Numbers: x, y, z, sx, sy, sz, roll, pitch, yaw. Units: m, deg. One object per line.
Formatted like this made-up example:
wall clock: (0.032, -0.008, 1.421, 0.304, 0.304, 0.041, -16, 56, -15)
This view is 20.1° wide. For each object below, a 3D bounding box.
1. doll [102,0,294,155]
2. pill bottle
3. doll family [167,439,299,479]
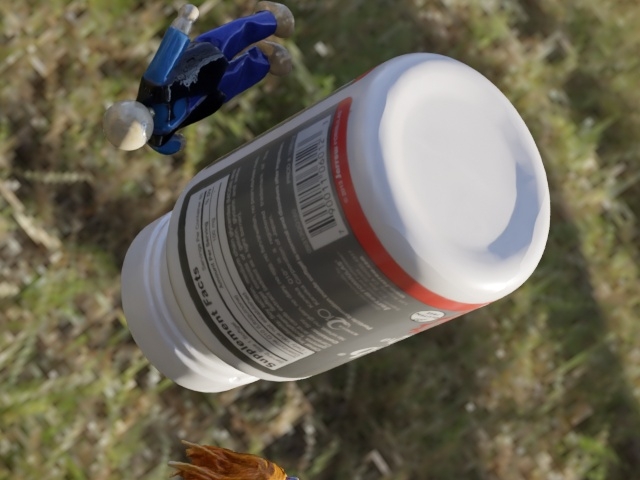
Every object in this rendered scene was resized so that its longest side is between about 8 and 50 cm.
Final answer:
doll: (-0.096, -0.123, 1.366, 0.046, 0.129, 0.189, 30, 46, 26)
pill bottle: (0.000, 0.000, 1.531, 0.210, 0.363, 0.210, 18, 61, -35)
doll family: (-0.094, 0.226, 1.228, 0.118, 0.163, 0.263, 47, 43, -17)
